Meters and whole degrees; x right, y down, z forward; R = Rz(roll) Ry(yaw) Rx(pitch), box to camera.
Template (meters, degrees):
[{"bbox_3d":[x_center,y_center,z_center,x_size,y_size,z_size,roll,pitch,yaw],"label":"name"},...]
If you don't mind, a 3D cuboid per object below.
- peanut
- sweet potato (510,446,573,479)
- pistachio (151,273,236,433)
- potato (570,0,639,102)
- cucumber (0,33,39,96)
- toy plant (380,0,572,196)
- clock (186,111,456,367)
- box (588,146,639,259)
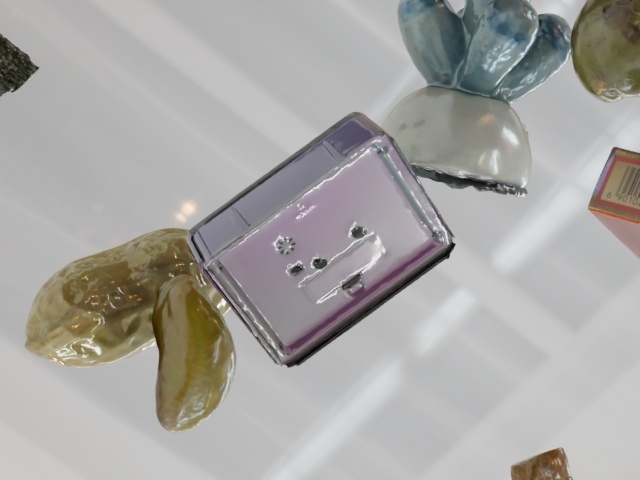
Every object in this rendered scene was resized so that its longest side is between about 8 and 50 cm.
[{"bbox_3d":[-0.234,0.070,1.740,0.313,0.152,0.152,-18,167,-36],"label":"peanut"},{"bbox_3d":[0.347,0.411,2.074,0.097,0.252,0.097,-11,-154,6],"label":"sweet potato"},{"bbox_3d":[-0.146,0.135,1.633,0.110,0.100,0.189,-6,-100,57],"label":"pistachio"},{"bbox_3d":[0.421,-0.279,1.693,0.262,0.165,0.165,-41,-170,-5],"label":"potato"},{"bbox_3d":[-0.415,-0.248,1.490,0.067,0.245,0.067,-46,-172,8],"label":"cucumber"},{"bbox_3d":[0.214,-0.238,1.883,0.247,0.247,0.332,-135,-122,-79],"label":"toy plant"},{"bbox_3d":[0.000,0.000,1.186,0.193,0.144,0.073,-36,-149,-2],"label":"clock"},{"bbox_3d":[0.480,0.001,1.527,0.313,0.197,0.089,20,-99,38],"label":"box"}]
